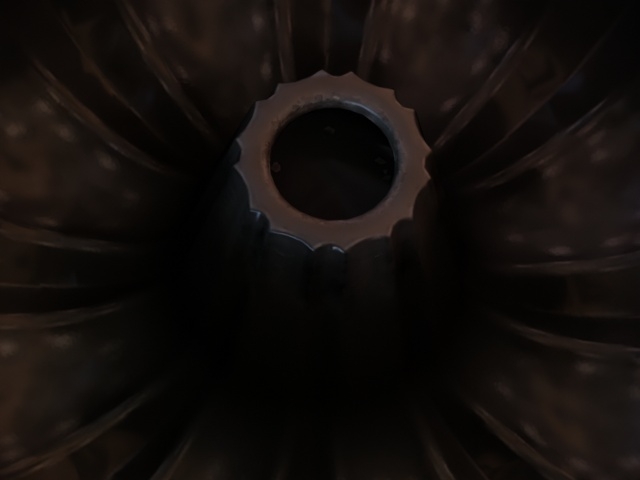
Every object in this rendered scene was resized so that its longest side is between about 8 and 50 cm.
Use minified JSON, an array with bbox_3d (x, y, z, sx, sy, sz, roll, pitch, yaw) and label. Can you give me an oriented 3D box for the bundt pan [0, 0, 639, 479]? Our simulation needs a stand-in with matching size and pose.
[{"bbox_3d":[0.000,0.000,0.550,0.124,0.330,0.331,99,-178,-68],"label":"bundt pan"}]
